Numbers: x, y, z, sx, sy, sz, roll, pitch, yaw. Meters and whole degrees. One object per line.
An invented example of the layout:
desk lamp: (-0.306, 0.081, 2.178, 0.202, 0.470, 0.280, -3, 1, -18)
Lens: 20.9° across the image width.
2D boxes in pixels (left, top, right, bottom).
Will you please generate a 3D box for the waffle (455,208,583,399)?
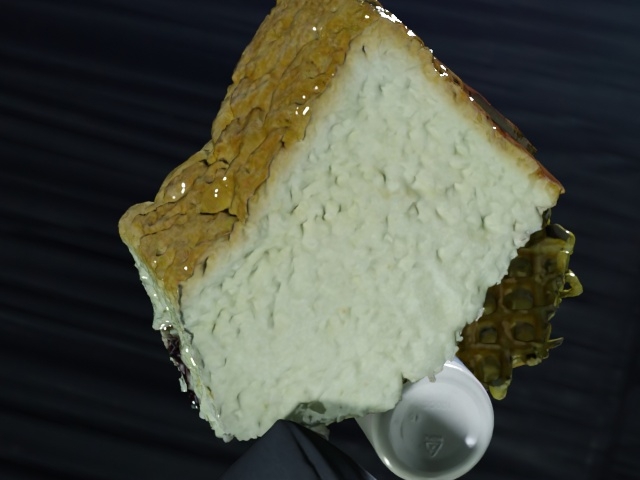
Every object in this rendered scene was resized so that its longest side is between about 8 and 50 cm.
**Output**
waffle: (0.140, 0.047, 1.917, 0.062, 0.329, 0.329, 76, -148, -53)

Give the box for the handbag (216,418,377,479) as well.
handbag: (-0.044, 0.306, 1.173, 0.302, 0.275, 0.178, -42, -46, 1)

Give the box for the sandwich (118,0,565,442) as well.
sandwich: (0.000, 0.000, 1.307, 0.262, 0.131, 0.325, 37, -94, -38)

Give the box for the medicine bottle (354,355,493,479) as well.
medicine bottle: (0.076, 0.131, 1.478, 0.187, 0.102, 0.103, -130, 52, -76)
